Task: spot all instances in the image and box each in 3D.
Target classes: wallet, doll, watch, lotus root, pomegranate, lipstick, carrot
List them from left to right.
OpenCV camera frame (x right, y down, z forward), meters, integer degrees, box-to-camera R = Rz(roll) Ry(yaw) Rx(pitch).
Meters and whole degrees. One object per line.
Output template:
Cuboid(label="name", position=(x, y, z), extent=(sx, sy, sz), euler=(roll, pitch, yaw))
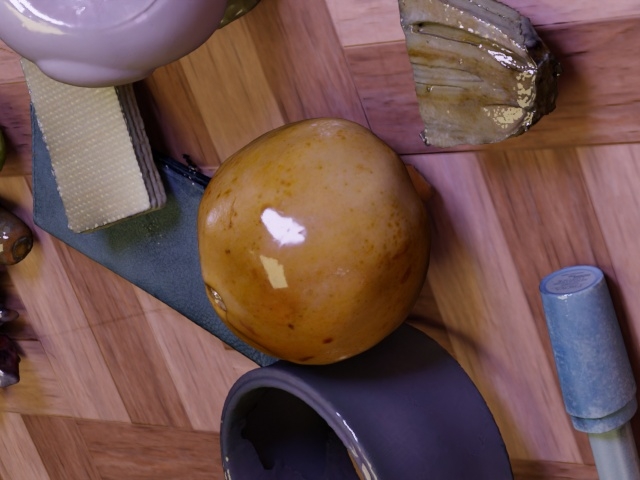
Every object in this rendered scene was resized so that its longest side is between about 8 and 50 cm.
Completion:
Cuboid(label="carrot", position=(-0.470, -0.049, 2.270), extent=(0.342, 0.070, 0.070), euler=(22, 132, 35))
Cuboid(label="doll", position=(-0.206, -0.229, 1.727), extent=(0.251, 0.221, 0.221), euler=(4, 128, 5))
Cuboid(label="wallet", position=(-0.162, -0.010, 2.012), extent=(0.379, 0.046, 0.191), euler=(29, 133, 28))
Cuboid(label="pomegranate", position=(-0.007, 0.002, 1.732), extent=(0.233, 0.233, 0.233), euler=(25, 134, 29))
Cuboid(label="watch", position=(0.027, 0.251, 1.882), extent=(0.335, 0.314, 0.327), euler=(5, 110, 55))
Cuboid(label="lotus root", position=(0.144, -0.144, 1.597), extent=(0.144, 0.070, 0.143), euler=(17, 124, 40))
Cuboid(label="lipstick", position=(0.256, 0.156, 1.713), extent=(0.061, 0.068, 0.274), euler=(4, 120, 42))

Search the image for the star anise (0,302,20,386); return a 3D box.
Cuboid(label="star anise", position=(-0.457, 0.108, 2.340), extent=(0.212, 0.129, 0.283), euler=(36, 145, -7))

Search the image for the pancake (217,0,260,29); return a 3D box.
Cuboid(label="pancake", position=(-0.152, -0.326, 1.762), extent=(0.294, 0.049, 0.294), euler=(22, 130, 28))

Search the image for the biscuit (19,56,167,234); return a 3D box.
Cuboid(label="biscuit", position=(-0.233, -0.114, 1.959), extent=(0.121, 0.040, 0.199), euler=(-17, 88, 38))

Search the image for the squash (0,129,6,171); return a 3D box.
Cuboid(label="squash", position=(-0.493, -0.124, 2.198), extent=(0.370, 0.118, 0.118), euler=(14, 128, 42))
